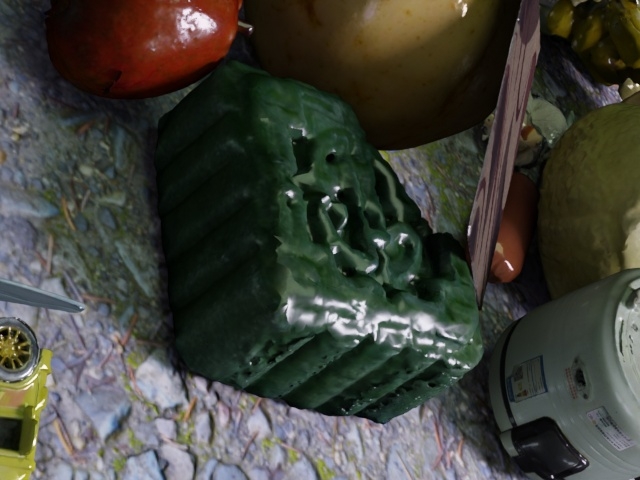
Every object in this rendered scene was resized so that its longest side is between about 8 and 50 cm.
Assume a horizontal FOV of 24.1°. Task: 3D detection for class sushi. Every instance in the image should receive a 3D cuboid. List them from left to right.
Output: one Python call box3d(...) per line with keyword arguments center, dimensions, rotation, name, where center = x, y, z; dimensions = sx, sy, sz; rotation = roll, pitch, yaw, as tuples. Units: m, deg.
box3d(center=(0.438, -0.356, 2.161), dimensions=(0.328, 0.328, 0.285), rotation=(40, 71, -36), name="sushi")

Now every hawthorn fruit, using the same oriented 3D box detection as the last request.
box3d(center=(-0.161, -0.218, 1.433), dimensions=(0.202, 0.185, 0.185), rotation=(5, 57, -24), name="hawthorn fruit")

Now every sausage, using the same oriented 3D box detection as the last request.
box3d(center=(0.222, -0.018, 1.808), dimensions=(0.077, 0.077, 0.194), rotation=(45, 37, -14), name="sausage")

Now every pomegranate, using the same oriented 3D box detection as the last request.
box3d(center=(0.090, -0.264, 1.626), dimensions=(0.342, 0.342, 0.342), rotation=(29, 44, -32), name="pomegranate")

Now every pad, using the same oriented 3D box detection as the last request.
box3d(center=(0.193, -0.113, 1.550), dimensions=(0.220, 0.004, 0.330), rotation=(68, 35, -66), name="pad")

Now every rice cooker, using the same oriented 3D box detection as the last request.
box3d(center=(0.310, 0.159, 1.626), dimensions=(0.226, 0.244, 0.226), rotation=(16, 63, -33), name="rice cooker")

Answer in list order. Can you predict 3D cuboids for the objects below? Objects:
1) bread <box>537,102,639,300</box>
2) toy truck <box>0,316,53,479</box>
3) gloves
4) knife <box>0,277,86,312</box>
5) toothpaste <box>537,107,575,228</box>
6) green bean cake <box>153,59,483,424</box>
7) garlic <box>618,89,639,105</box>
box3d(center=(0.392, -0.009, 1.830), dimensions=(0.320, 0.237, 0.320), rotation=(-8, 103, -40), name="bread")
box3d(center=(-0.326, 0.121, 1.038), dimensions=(0.272, 0.124, 0.157), rotation=(15, 66, -39), name="toy truck")
box3d(center=(0.266, -0.152, 1.962), dimensions=(0.114, 0.070, 0.153), rotation=(43, 36, 6), name="gloves")
box3d(center=(-0.326, 0.014, 1.023), dimensions=(0.331, 0.080, 0.044), rotation=(8, 69, -1), name="knife")
box3d(center=(0.321, -0.084, 1.998), dimensions=(0.069, 0.047, 0.268), rotation=(37, 36, -7), name="toothpaste")
box3d(center=(0.000, 0.000, 1.464), dimensions=(0.300, 0.169, 0.308), rotation=(17, 50, -40), name="green bean cake")
box3d(center=(0.480, -0.044, 2.045), dimensions=(0.196, 0.151, 0.338), rotation=(-39, 111, -81), name="garlic")
